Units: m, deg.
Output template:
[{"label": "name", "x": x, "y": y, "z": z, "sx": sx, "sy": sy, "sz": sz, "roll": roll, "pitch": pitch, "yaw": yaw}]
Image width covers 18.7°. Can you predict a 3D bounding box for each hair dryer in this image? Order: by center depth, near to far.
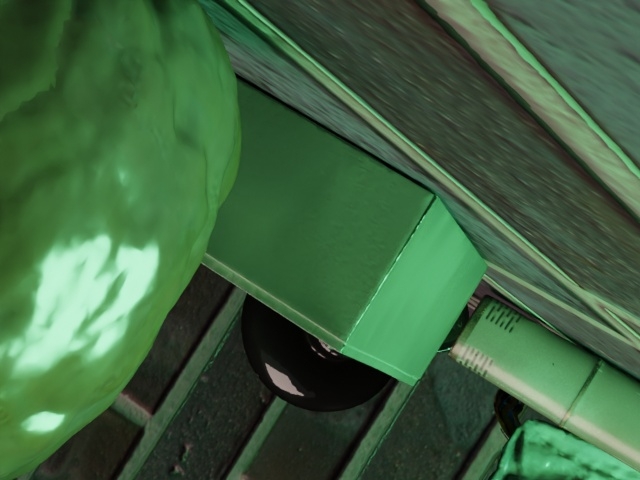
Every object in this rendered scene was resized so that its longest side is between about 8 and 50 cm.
[{"label": "hair dryer", "x": 0.191, "y": 0.114, "z": 1.378, "sx": 0.195, "sy": 0.053, "sz": 0.220, "roll": 31, "pitch": 179, "yaw": 9}, {"label": "hair dryer", "x": -0.011, "y": -0.001, "z": 1.621, "sx": 0.284, "sy": 0.156, "sz": 0.320, "roll": 52, "pitch": 165, "yaw": 3}]

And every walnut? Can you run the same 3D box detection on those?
[{"label": "walnut", "x": -0.156, "y": -0.028, "z": 0.703, "sx": 0.248, "sy": 0.248, "sz": 0.248, "roll": 32, "pitch": 178, "yaw": 1}]

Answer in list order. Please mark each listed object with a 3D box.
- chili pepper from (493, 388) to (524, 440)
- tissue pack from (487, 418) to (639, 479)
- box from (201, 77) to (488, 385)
[{"label": "chili pepper", "x": 0.289, "y": 0.211, "z": 1.507, "sx": 0.388, "sy": 0.110, "sz": 0.110, "roll": 19, "pitch": 171, "yaw": 33}, {"label": "tissue pack", "x": 0.231, "y": 0.285, "z": 1.448, "sx": 0.228, "sy": 0.128, "sz": 0.311, "roll": 21, "pitch": 150, "yaw": 18}, {"label": "box", "x": 0.000, "y": 0.000, "z": 1.009, "sx": 0.129, "sy": 0.086, "sz": 0.225, "roll": 31, "pitch": 179, "yaw": 14}]
